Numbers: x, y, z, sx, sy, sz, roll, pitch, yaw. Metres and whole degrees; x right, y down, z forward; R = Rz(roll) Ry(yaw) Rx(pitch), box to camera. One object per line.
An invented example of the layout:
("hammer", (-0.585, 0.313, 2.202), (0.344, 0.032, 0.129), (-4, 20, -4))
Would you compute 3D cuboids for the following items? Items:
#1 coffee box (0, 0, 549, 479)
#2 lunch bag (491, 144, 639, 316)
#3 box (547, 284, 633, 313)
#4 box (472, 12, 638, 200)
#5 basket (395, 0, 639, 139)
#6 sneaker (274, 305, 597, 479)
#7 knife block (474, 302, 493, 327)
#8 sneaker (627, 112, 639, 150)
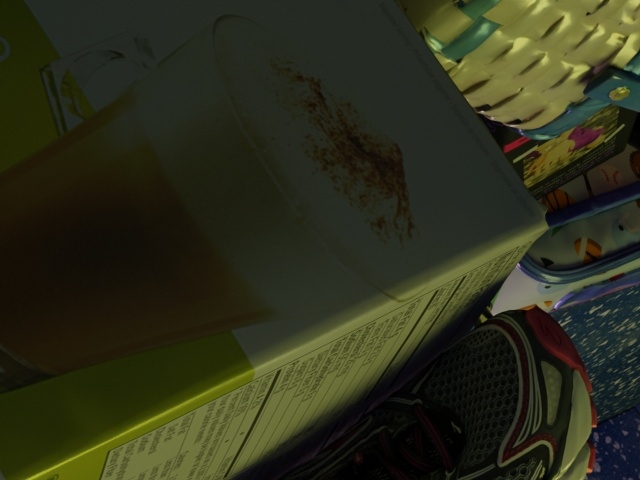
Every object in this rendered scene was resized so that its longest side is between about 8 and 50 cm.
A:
("coffee box", (-0.147, -0.004, 0.928), (0.334, 0.337, 0.338), (-25, 161, -25))
("lunch bag", (0.221, -0.059, 1.573), (0.303, 0.243, 0.115), (-18, 158, -37))
("box", (0.221, -0.037, 1.708), (0.293, 0.201, 0.057), (-14, 155, -47))
("box", (0.149, -0.148, 1.335), (0.143, 0.165, 0.270), (-30, 163, -10))
("basket", (0.158, -0.184, 1.094), (0.289, 0.254, 0.201), (8, 144, -46))
("sneaker", (0.019, 0.149, 0.886), (0.112, 0.121, 0.299), (27, 114, -37))
("knife block", (0.000, 0.000, 1.343), (0.276, 0.242, 0.088), (-7, 141, -54))
("sneaker", (0.352, -0.132, 1.470), (0.180, 0.321, 0.124), (-56, 144, -48))
